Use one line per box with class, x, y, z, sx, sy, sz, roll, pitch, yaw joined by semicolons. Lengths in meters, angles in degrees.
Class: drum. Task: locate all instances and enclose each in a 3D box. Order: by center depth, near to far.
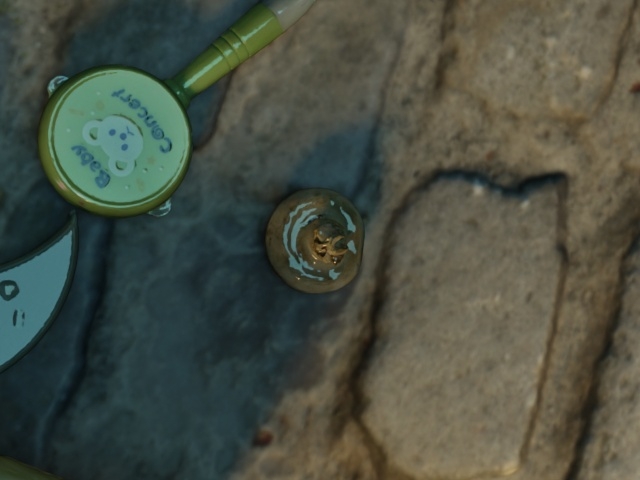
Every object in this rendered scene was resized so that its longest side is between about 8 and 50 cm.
drum;-0.120;-0.131;0.877;0.130;0.049;0.253;36;78;-12

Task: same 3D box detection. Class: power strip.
power strip;-0.308;0.026;0.812;0.253;0.054;0.168;13;83;-16

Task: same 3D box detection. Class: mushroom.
mushroom;0.000;0.000;0.890;0.085;0.079;0.085;0;88;-13

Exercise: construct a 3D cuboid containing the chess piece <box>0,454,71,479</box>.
chess piece;-0.279;0.183;0.711;0.442;0.234;0.234;40;77;-15
